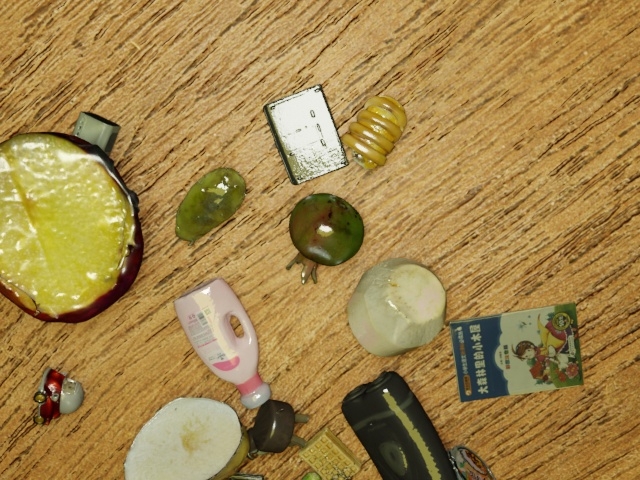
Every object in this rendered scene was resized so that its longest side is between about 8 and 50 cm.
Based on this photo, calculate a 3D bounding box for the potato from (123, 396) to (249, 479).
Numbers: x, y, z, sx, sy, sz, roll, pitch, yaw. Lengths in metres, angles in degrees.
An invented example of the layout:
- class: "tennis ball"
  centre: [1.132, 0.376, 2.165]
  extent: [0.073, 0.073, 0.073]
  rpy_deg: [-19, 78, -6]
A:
- class: "potato"
  centre: [-0.322, 0.544, 1.424]
  extent: [0.299, 0.196, 0.246]
  rpy_deg: [-29, 56, -12]

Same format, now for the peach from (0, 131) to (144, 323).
- class: "peach"
  centre: [-0.569, -0.035, 1.223]
  extent: [0.338, 0.353, 0.417]
  rpy_deg: [-18, 142, -26]

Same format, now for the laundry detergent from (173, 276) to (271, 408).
- class: "laundry detergent"
  centre: [-0.230, 0.264, 1.419]
  extent: [0.159, 0.088, 0.335]
  rpy_deg: [-27, 99, 4]

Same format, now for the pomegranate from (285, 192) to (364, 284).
- class: "pomegranate"
  centre: [0.000, 0.000, 1.331]
  extent: [0.181, 0.181, 0.224]
  rpy_deg: [28, 114, -4]

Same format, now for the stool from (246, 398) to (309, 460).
- class: "stool"
  centre: [-0.119, 0.490, 1.437]
  extent: [0.121, 0.125, 0.217]
  rpy_deg: [21, 124, -25]

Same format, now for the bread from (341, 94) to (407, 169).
- class: "bread"
  centre: [0.128, -0.255, 1.322]
  extent: [0.119, 0.084, 0.177]
  rpy_deg: [31, 95, -5]

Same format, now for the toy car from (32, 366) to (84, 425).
- class: "toy car"
  centre: [-0.668, 0.405, 1.451]
  extent: [0.112, 0.112, 0.139]
  rpy_deg: [8, 111, -16]

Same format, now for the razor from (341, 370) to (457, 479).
- class: "razor"
  centre: [0.196, 0.505, 1.391]
  extent: [0.204, 0.113, 0.349]
  rpy_deg: [-33, 81, 34]

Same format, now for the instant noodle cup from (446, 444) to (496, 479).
- class: "instant noodle cup"
  centre: [0.358, 0.635, 1.437]
  extent: [0.208, 0.177, 0.125]
  rpy_deg: [45, 110, 4]

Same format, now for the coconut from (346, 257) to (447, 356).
- class: "coconut"
  centre: [0.174, 0.159, 1.329]
  extent: [0.241, 0.241, 0.241]
  rpy_deg: [0, 100, 1]

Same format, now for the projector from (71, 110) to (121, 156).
- class: "projector"
  centre: [-0.532, -0.250, 1.334]
  extent: [0.083, 0.083, 0.082]
  rpy_deg: [26, 100, -3]

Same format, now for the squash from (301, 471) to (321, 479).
- class: "squash"
  centre: [-0.040, 0.724, 1.507]
  extent: [0.066, 0.066, 0.229]
  rpy_deg: [10, 102, -1]

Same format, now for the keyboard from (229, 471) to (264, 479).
- class: "keyboard"
  centre: [-0.267, 0.661, 1.519]
  extent: [0.230, 0.025, 0.094]
  rpy_deg: [6, 98, 0]

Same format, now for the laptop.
- class: "laptop"
  centre: [-0.035, -0.251, 1.353]
  extent: [0.153, 0.026, 0.207]
  rpy_deg: [-20, 99, 4]

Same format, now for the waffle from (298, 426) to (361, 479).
- class: "waffle"
  centre: [0.026, 0.576, 1.489]
  extent: [0.102, 0.042, 0.148]
  rpy_deg: [-41, 97, 8]

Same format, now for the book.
- class: "book"
  centre: [0.501, 0.288, 1.441]
  extent: [0.322, 0.018, 0.229]
  rpy_deg: [-10, 99, 3]

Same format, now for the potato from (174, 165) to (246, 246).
- class: "potato"
  centre: [-0.269, -0.084, 1.356]
  extent: [0.117, 0.090, 0.225]
  rpy_deg: [42, 105, -12]
